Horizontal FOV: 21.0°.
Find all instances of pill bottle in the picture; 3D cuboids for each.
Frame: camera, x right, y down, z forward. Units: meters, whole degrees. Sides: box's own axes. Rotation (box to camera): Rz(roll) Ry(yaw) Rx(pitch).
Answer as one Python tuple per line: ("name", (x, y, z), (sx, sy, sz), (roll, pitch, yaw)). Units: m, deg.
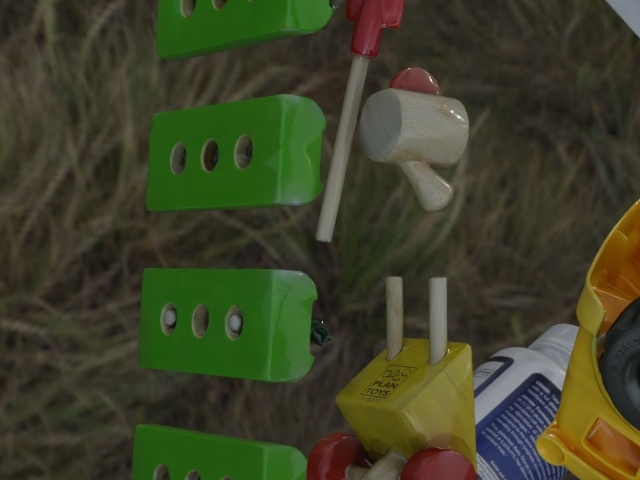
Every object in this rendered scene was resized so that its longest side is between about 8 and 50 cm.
("pill bottle", (0.125, 0.131, 1.153), (0.094, 0.094, 0.169), (39, 60, 23))

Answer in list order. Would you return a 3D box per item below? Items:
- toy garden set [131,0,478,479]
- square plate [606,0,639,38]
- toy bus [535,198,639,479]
("toy garden set", (0.000, 0.000, 0.673), (0.049, 0.204, 0.244), (5, 86, -34))
("square plate", (0.197, -0.312, 1.328), (0.049, 0.347, 0.344), (-38, 84, -3))
("toy bus", (0.223, 0.106, 0.875), (0.220, 0.211, 0.149), (32, 42, 18))
